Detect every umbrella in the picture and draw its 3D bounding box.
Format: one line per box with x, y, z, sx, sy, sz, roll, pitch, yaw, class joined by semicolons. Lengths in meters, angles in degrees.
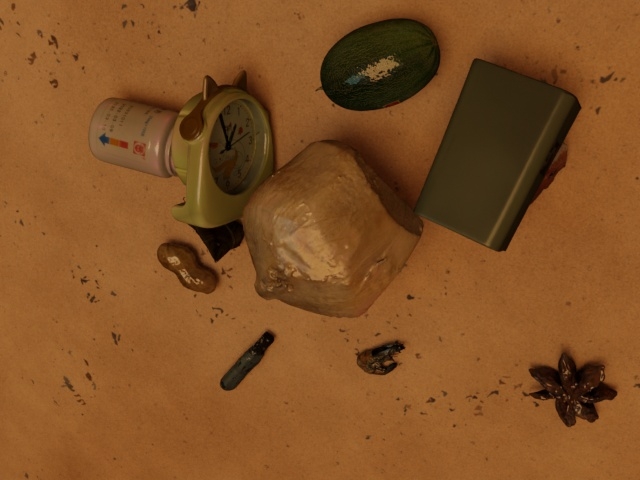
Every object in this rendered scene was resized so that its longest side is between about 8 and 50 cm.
-0.208;0.350;2.087;0.053;0.052;0.250;41;119;-3;umbrella

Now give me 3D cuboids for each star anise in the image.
0.626;0.365;1.799;0.212;0.073;0.197;41;121;-4;star anise

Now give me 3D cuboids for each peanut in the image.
-0.364;0.074;2.008;0.193;0.089;0.089;44;119;-8;peanut

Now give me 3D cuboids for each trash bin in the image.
0.364;-0.170;1.533;0.223;0.158;0.344;26;101;22;trash bin

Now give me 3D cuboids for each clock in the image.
-0.232;-0.220;1.726;0.117;0.286;0.349;12;112;30;clock

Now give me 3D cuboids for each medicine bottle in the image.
-0.415;-0.249;1.832;0.292;0.170;0.170;16;117;13;medicine bottle

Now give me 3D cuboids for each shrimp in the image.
0.172;0.316;1.960;0.161;0.034;0.091;-29;113;33;shrimp

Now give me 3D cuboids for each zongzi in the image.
-0.303;-0.027;1.881;0.187;0.184;0.084;31;118;4;zongzi

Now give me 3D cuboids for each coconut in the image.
0.000;0.000;1.649;0.404;0.404;0.405;7;114;16;coconut

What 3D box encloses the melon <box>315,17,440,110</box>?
0.118;-0.376;1.590;0.287;0.182;0.182;-13;108;21;melon

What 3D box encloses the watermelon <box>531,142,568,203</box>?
0.452;-0.141;1.641;0.154;0.094;0.241;44;116;-10;watermelon
